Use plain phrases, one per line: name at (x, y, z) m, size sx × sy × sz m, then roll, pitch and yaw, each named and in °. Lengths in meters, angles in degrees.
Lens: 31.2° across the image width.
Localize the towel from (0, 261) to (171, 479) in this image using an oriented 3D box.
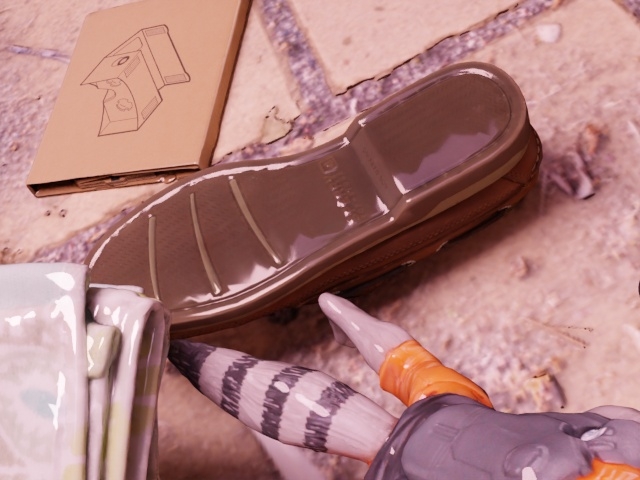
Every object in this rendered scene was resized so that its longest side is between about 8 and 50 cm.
towel at (-0.255, 0.180, 0.631) m, size 0.374 × 0.090 × 0.321 m, roll -3°, pitch 83°, yaw 20°

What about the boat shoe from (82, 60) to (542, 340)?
boat shoe at (0.000, 0.000, 0.739) m, size 0.307 × 0.104 × 0.111 m, roll -21°, pitch 58°, yaw 8°

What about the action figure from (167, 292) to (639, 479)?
action figure at (0.038, 0.157, 0.540) m, size 0.330 × 0.178 × 0.341 m, roll 7°, pitch 45°, yaw 50°

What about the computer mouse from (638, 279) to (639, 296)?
computer mouse at (0.299, 0.021, 0.625) m, size 0.242 × 0.041 × 0.071 m, roll -4°, pitch 37°, yaw 17°

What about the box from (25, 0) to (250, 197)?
box at (-0.150, -0.128, 0.961) m, size 0.164 × 0.021 × 0.201 m, roll -6°, pitch 54°, yaw 22°
